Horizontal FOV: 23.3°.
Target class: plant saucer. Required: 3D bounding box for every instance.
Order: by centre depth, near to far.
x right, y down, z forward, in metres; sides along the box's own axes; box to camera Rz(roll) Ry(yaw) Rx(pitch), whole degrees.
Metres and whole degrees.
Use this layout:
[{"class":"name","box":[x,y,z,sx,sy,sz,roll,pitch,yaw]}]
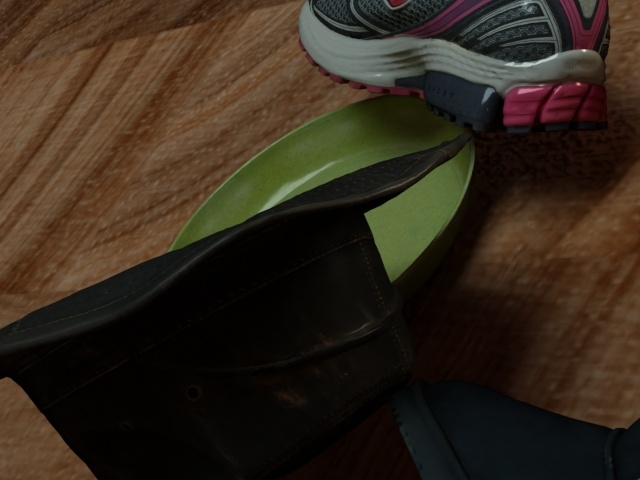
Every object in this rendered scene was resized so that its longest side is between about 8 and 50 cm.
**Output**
[{"class":"plant saucer","box":[0.000,0.000,0.993,0.241,0.037,0.241,-27,31,18]}]

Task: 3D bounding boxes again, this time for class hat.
[{"class":"hat","box":[-0.050,0.067,0.796,0.331,0.134,0.331,-25,1,0]}]

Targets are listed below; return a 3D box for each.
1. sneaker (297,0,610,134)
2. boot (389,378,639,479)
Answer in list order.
[{"class":"sneaker","box":[0.087,-0.145,0.987,0.121,0.112,0.299,-4,16,-30]},{"class":"boot","box":[0.153,0.091,0.660,0.207,0.094,0.246,-30,22,0]}]
